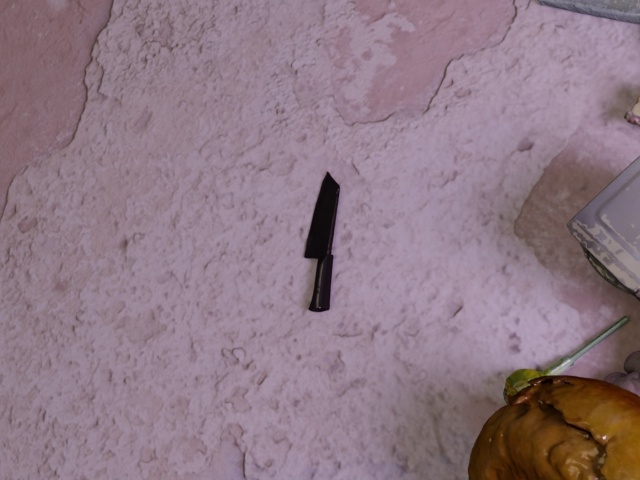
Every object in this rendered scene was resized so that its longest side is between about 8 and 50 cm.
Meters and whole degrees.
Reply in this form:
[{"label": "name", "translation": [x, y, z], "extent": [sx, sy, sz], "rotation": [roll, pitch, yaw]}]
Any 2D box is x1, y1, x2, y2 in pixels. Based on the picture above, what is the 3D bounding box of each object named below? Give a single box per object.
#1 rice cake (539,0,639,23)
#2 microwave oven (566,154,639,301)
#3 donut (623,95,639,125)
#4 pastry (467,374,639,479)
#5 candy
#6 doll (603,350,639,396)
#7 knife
[{"label": "rice cake", "translation": [0.391, -0.336, 1.173], "extent": [0.170, 0.029, 0.033], "rotation": [21, 85, 31]}, {"label": "microwave oven", "translation": [0.406, -0.003, 0.984], "extent": [0.163, 0.205, 0.129], "rotation": [-44, 62, 14]}, {"label": "donut", "translation": [0.478, -0.210, 1.075], "extent": [0.108, 0.065, 0.166], "rotation": [26, 90, 31]}, {"label": "pastry", "translation": [0.303, 0.314, 0.891], "extent": [0.356, 0.164, 0.356], "rotation": [32, 133, 42]}, {"label": "candy", "translation": [0.324, 0.160, 1.087], "extent": [0.194, 0.062, 0.058], "rotation": [-37, 19, 7]}, {"label": "doll", "translation": [0.378, 0.226, 1.009], "extent": [0.192, 0.095, 0.149], "rotation": [-47, 66, 10]}, {"label": "knife", "translation": [0.000, 0.000, 1.313], "extent": [0.060, 0.028, 0.230], "rotation": [-3, 75, 41]}]
